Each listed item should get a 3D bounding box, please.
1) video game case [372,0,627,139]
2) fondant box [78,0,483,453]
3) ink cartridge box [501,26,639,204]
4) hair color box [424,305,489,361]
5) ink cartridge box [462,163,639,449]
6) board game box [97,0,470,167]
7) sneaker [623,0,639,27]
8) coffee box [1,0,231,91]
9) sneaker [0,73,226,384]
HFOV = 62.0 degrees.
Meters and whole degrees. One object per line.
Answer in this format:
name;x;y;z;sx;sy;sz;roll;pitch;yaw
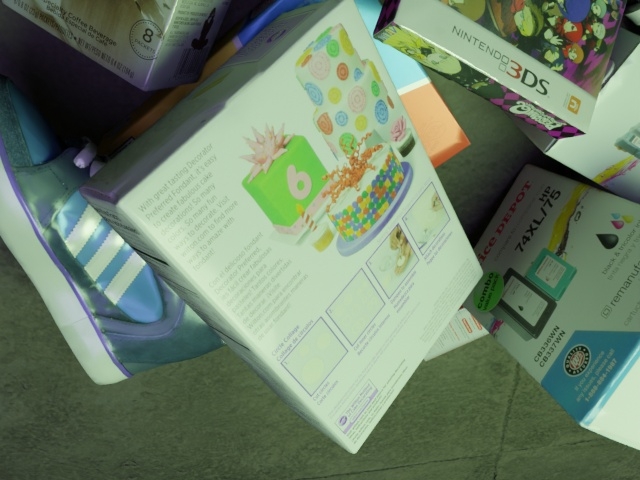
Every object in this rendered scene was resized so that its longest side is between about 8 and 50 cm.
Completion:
video game case;0.172;-0.234;0.450;0.210;0.042;0.232;21;85;-22
fondant box;0.000;0.000;0.483;0.238;0.096;0.330;-48;126;-20
ink cartridge box;0.311;-0.132;0.559;0.176;0.128;0.127;23;119;-20
hair color box;0.197;0.113;0.769;0.141;0.043;0.072;-27;123;12
ink cartridge box;0.320;0.066;0.589;0.197;0.270;0.198;23;103;-20
board game box;-0.038;-0.108;0.572;0.316;0.064;0.242;-35;122;17
sneaker;0.425;-0.251;0.508;0.234;0.078;0.106;-30;102;19
coffee box;-0.124;-0.260;0.401;0.141;0.098;0.246;31;115;2
sneaker;-0.160;-0.030;0.517;0.236;0.130;0.322;-22;113;-13
